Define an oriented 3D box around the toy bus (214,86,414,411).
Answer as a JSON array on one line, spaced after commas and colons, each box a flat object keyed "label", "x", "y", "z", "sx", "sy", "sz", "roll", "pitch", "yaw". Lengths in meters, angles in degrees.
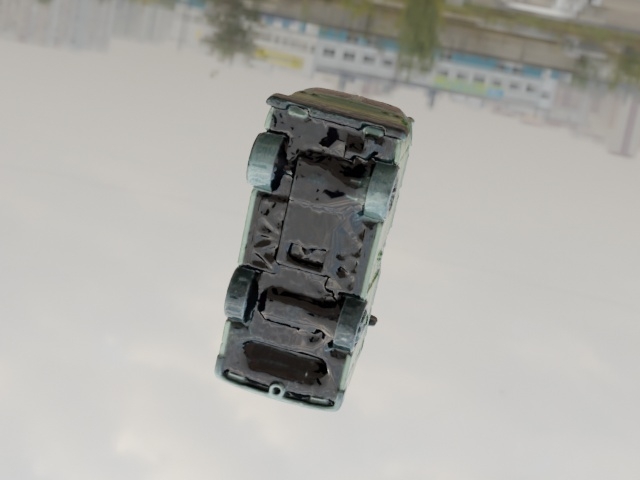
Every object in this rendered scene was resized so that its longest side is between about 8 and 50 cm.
[{"label": "toy bus", "x": 0.000, "y": 0.000, "z": 1.227, "sx": 0.133, "sy": 0.276, "sz": 0.165, "roll": 16, "pitch": -160, "yaw": 8}]
